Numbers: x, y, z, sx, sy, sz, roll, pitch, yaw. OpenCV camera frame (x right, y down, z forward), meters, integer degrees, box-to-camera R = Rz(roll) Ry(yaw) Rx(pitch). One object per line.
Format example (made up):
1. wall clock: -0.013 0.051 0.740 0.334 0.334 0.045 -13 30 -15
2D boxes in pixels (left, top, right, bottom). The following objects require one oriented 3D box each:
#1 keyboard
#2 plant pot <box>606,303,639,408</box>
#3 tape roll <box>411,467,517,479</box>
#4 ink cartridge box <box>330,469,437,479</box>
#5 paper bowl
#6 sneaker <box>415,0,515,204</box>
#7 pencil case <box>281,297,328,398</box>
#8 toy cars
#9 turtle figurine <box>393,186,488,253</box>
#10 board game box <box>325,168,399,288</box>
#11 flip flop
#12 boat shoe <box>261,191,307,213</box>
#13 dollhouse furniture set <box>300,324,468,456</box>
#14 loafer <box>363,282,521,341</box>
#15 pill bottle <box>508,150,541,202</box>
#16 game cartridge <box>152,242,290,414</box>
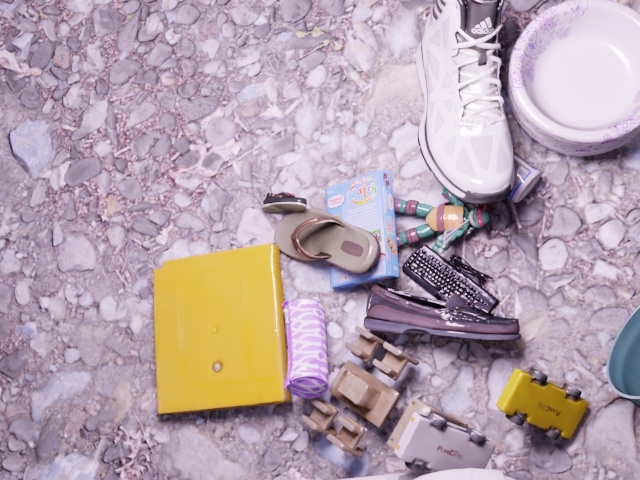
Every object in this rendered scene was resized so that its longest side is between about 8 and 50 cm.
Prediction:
1. keyboard: 0.257 0.074 1.663 0.192 0.038 0.100 38 90 17
2. plant pot: 0.663 0.206 1.426 0.196 0.293 0.293 40 91 -8
3. tape roll: 0.244 0.570 1.444 0.392 0.072 0.391 1 110 2
4. ink cartridge box: 0.109 0.572 1.585 0.297 0.066 0.261 -9 100 13
5. paper bowl: 0.501 -0.300 1.613 0.284 0.148 0.284 -2 77 9
6. sneaker: 0.266 -0.300 1.558 0.169 0.257 0.447 -6 59 -4
7. pencil case: -0.030 0.203 1.642 0.086 0.088 0.206 -48 32 34
8. toy cars: 0.296 0.319 1.507 0.394 0.087 0.176 -18 111 -20
9. turtle figurine: 0.237 -0.044 1.652 0.234 0.118 0.175 -7 61 27
10. board game box: 0.080 -0.020 1.688 0.160 0.039 0.211 -15 74 45
11. flip flop: 0.000 0.000 1.678 0.277 0.080 0.112 20 96 47
12. boat shoe: -0.073 -0.082 1.748 0.133 0.049 0.042 0 68 53
13. dollhouse furniture set: 0.131 0.320 1.617 0.242 0.161 0.212 29 87 40
14. loafer: 0.228 0.136 1.613 0.303 0.109 0.095 3 88 20
15. pill bottle: 0.354 -0.144 1.661 0.137 0.078 0.078 42 91 18
16. game cartridge: -0.207 0.184 1.746 0.286 0.053 0.323 -9 75 18
